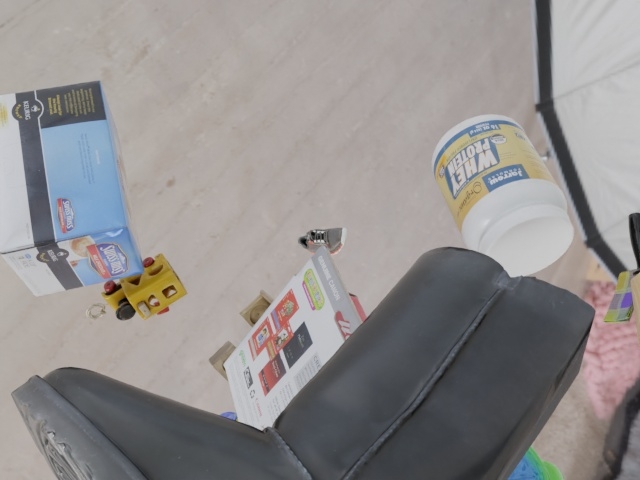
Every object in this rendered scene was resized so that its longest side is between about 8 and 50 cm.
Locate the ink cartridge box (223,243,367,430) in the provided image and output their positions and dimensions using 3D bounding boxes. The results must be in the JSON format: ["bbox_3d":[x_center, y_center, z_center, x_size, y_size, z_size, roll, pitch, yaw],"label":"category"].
[{"bbox_3d":[0.016,0.206,0.951,0.130,0.309,0.272,21,118,-34],"label":"ink cartridge box"}]

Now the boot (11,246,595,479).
[{"bbox_3d":[0.009,0.129,0.660,0.445,0.367,0.146,-41,156,-34],"label":"boot"}]

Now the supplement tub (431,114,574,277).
[{"bbox_3d":[0.249,-0.062,0.967,0.144,0.144,0.199,30,32,-40],"label":"supplement tub"}]

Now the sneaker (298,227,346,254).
[{"bbox_3d":[0.000,0.000,1.632,0.065,0.158,0.061,20,67,-29],"label":"sneaker"}]

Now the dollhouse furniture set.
[{"bbox_3d":[-0.090,0.201,1.189,0.151,0.123,0.144,-43,121,-11],"label":"dollhouse furniture set"}]

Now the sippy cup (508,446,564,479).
[{"bbox_3d":[0.270,0.474,1.268,0.240,0.306,0.224,-54,161,-33],"label":"sippy cup"}]

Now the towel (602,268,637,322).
[{"bbox_3d":[0.431,0.078,0.992,0.009,0.060,0.083,26,78,-7],"label":"towel"}]

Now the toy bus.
[{"bbox_3d":[-0.401,0.125,1.568,0.191,0.104,0.202,6,117,-35],"label":"toy bus"}]

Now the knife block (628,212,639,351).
[{"bbox_3d":[0.450,0.081,0.880,0.242,0.088,0.275,-88,180,-67],"label":"knife block"}]

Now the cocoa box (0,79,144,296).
[{"bbox_3d":[-0.503,-0.103,1.396,0.228,0.231,0.347,-12,66,-11],"label":"cocoa box"}]

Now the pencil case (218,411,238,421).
[{"bbox_3d":[-0.224,0.521,1.894,0.133,0.306,0.119,18,71,-14],"label":"pencil case"}]
